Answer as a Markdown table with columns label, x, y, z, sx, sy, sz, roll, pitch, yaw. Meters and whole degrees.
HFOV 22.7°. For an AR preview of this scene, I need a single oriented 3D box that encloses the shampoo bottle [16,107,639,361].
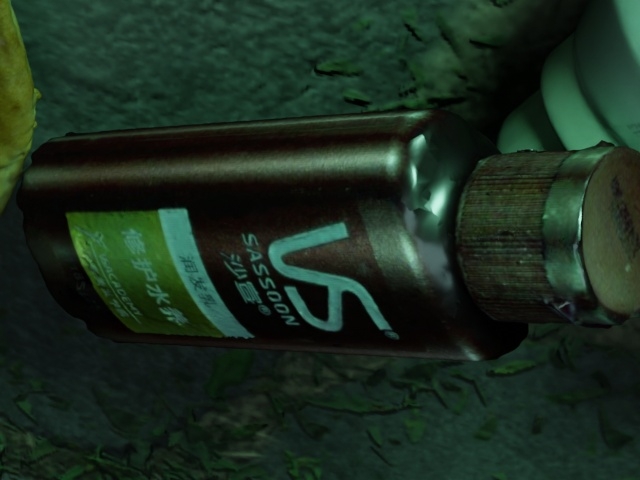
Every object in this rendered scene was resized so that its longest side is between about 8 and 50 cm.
| label | x | y | z | sx | sy | sz | roll | pitch | yaw |
| --- | --- | --- | --- | --- | --- | --- | --- | --- | --- |
| shampoo bottle | 0.000 | 0.000 | 0.740 | 0.323 | 0.084 | 0.129 | 1 | 127 | 40 |

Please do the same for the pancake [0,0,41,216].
| label | x | y | z | sx | sy | sz | roll | pitch | yaw |
| --- | --- | --- | --- | --- | --- | --- | --- | --- | --- |
| pancake | -0.254 | -0.106 | 0.799 | 0.244 | 0.057 | 0.266 | 25 | 133 | -7 |

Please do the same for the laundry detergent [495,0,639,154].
| label | x | y | z | sx | sy | sz | roll | pitch | yaw |
| --- | --- | --- | --- | --- | --- | --- | --- | --- | --- |
| laundry detergent | 0.237 | -0.115 | 0.618 | 0.264 | 0.124 | 0.398 | 36 | 131 | -18 |
